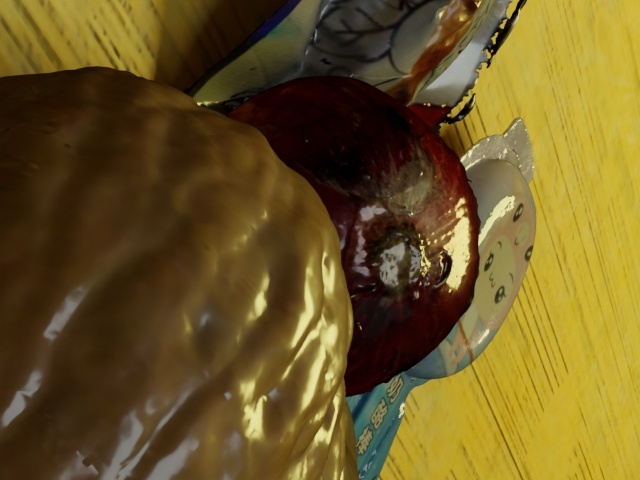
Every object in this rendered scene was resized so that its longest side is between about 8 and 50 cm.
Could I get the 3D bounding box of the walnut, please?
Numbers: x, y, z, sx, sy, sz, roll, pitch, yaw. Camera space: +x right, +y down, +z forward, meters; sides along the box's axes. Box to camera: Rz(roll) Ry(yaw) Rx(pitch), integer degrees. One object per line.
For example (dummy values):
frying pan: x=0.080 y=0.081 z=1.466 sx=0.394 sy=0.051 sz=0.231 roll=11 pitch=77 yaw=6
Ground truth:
walnut: x=-0.085 y=0.045 z=0.521 sx=0.213 sy=0.213 sz=0.213 roll=-39 pitch=139 yaw=-44

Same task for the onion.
onion: x=0.000 y=0.000 z=0.651 sx=0.131 sy=0.131 sz=0.131 roll=-39 pitch=139 yaw=-44

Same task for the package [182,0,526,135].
package: x=0.015 y=-0.075 z=0.749 sx=0.194 sy=0.071 sz=0.269 roll=22 pitch=106 yaw=-51

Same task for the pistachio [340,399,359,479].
pistachio: x=-0.039 y=0.112 z=0.730 sx=0.126 sy=0.108 sz=0.185 roll=-34 pitch=149 yaw=-13

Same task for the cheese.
cheese: x=0.058 y=0.040 z=0.906 sx=0.244 sy=0.052 sz=0.135 roll=-58 pitch=150 yaw=-21
